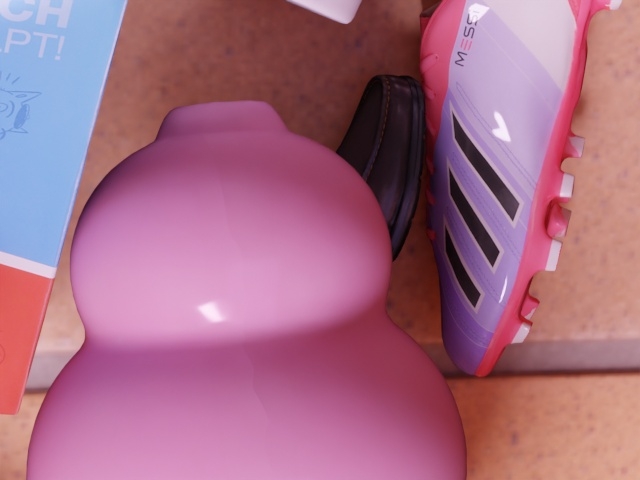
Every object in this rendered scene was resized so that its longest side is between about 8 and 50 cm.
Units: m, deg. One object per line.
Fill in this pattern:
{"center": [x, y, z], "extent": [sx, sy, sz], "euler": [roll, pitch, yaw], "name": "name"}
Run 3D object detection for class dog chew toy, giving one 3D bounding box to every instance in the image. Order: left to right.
{"center": [-0.027, 0.111, 0.634], "extent": [0.206, 0.206, 0.332], "euler": [-5, 91, -17], "name": "dog chew toy"}

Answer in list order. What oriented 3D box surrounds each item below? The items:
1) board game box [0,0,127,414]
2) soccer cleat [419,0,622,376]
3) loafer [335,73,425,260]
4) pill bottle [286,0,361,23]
{"center": [-0.248, -0.043, 0.570], "extent": [0.316, 0.064, 0.242], "euler": [5, 133, -19], "name": "board game box"}
{"center": [0.080, -0.060, 0.736], "extent": [0.095, 0.083, 0.248], "euler": [14, 106, 9], "name": "soccer cleat"}
{"center": [0.000, 0.000, 0.725], "extent": [0.061, 0.062, 0.170], "euler": [17, 96, -16], "name": "loafer"}
{"center": [0.007, -0.230, 0.618], "extent": [0.153, 0.153, 0.265], "euler": [22, 96, -22], "name": "pill bottle"}
